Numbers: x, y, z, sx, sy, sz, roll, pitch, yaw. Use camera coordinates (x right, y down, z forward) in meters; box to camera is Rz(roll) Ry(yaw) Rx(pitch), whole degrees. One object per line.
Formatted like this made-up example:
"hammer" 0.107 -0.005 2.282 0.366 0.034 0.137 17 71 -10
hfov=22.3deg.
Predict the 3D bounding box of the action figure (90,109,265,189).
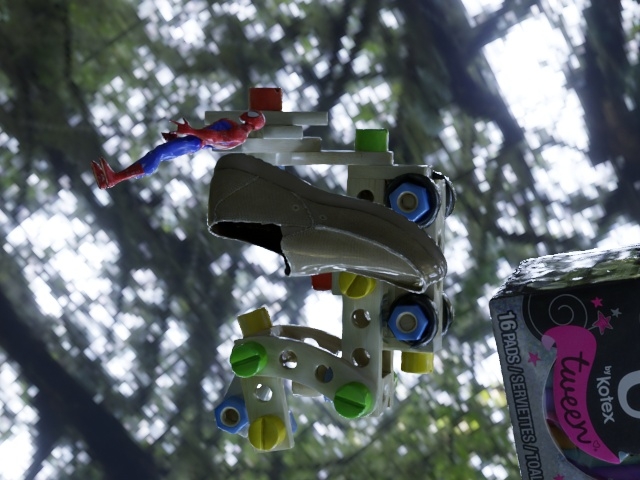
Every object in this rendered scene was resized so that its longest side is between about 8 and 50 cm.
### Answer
"action figure" -0.087 -0.061 1.029 0.115 0.030 0.038 -18 179 -21

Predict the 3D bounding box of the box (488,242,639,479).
"box" 0.219 0.135 1.141 0.142 0.247 0.163 -10 -173 17

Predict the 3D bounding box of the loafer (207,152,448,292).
"loafer" 0.000 0.000 0.924 0.148 0.056 0.050 22 -111 12

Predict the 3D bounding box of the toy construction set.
"toy construction set" 0.001 0.023 1.388 0.215 0.327 0.151 2 -160 17
